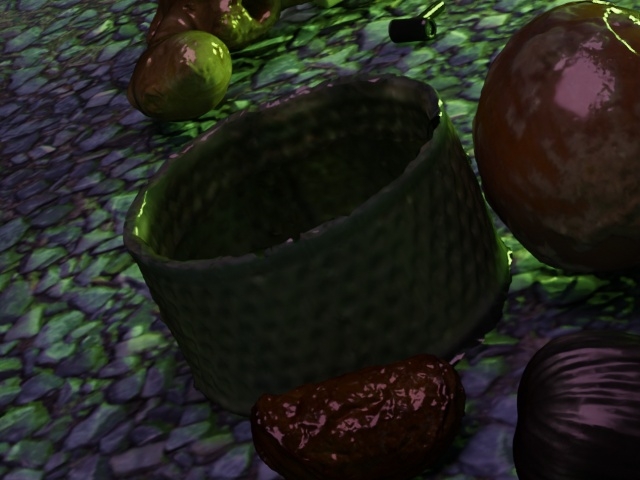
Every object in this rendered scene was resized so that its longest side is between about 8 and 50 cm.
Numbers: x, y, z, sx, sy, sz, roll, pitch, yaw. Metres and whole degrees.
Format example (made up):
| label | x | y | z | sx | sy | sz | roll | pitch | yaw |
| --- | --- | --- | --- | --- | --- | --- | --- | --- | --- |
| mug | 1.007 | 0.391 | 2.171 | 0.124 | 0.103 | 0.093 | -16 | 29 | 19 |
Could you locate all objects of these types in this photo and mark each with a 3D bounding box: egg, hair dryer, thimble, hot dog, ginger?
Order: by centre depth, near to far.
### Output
| label | x | y | z | sx | sy | sz | roll | pitch | yaw |
| --- | --- | --- | --- | --- | --- | --- | --- | --- | --- |
| hot dog | 0.026 | 0.122 | 1.123 | 0.147 | 0.065 | 0.099 | -14 | 25 | -9 |
| egg | 0.206 | -0.075 | 1.214 | 0.195 | 0.195 | 0.233 | -13 | 25 | 18 |
| thimble | 0.000 | 0.000 | 1.264 | 0.271 | 0.150 | 0.271 | -19 | 29 | 11 |
| hair dryer | 0.111 | -0.232 | 1.757 | 0.047 | 0.026 | 0.083 | 2 | 28 | 35 |
| ginger | -0.126 | -0.241 | 1.861 | 0.348 | 0.122 | 0.363 | -2 | 43 | 53 |

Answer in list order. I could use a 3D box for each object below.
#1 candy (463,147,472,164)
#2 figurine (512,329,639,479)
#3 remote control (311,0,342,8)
| label | x | y | z | sx | sy | sz | roll | pitch | yaw |
| --- | --- | --- | --- | --- | --- | --- | --- | --- | --- |
| candy | 0.093 | -0.072 | 1.467 | 0.083 | 0.030 | 0.020 | -2 | 41 | 28 |
| figurine | 0.223 | 0.117 | 0.949 | 0.245 | 0.110 | 0.138 | -2 | 50 | 22 |
| remote control | -0.001 | -0.321 | 1.990 | 0.087 | 0.029 | 0.190 | -29 | 27 | -13 |
